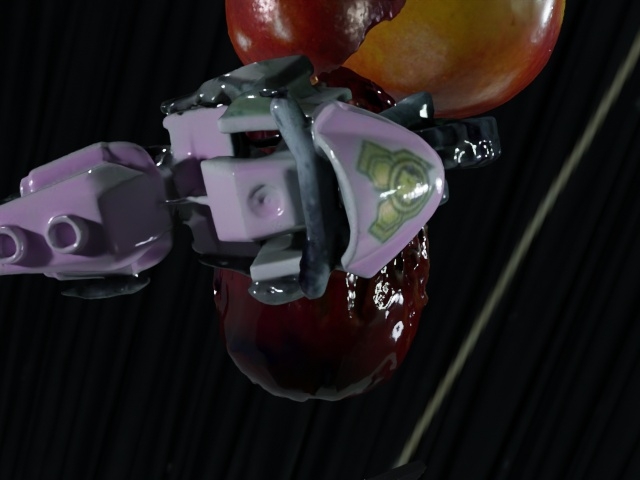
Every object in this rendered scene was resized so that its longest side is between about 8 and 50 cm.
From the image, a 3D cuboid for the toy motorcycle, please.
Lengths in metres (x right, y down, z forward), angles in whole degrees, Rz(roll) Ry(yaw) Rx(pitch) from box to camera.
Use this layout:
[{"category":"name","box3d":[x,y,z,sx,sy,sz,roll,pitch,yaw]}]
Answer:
[{"category":"toy motorcycle","box3d":[-0.054,-0.030,0.794,0.327,0.143,0.188,-9,12,8]}]

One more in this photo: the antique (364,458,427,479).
[{"category":"antique","box3d":[0.056,0.228,1.218,0.015,0.031,0.192,42,14,18]}]

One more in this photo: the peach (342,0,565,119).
[{"category":"peach","box3d":[0.132,-0.288,1.622,0.308,0.332,0.308,44,14,-14]}]

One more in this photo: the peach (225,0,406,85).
[{"category":"peach","box3d":[-0.013,-0.191,1.012,0.151,0.151,0.118,23,15,12]}]

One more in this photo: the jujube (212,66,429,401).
[{"category":"jujube","box3d":[0.000,0.000,1.478,0.258,0.377,0.258,6,-15,2]}]
